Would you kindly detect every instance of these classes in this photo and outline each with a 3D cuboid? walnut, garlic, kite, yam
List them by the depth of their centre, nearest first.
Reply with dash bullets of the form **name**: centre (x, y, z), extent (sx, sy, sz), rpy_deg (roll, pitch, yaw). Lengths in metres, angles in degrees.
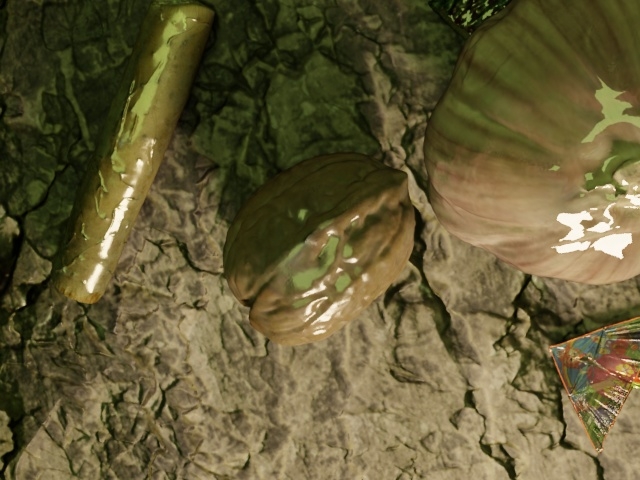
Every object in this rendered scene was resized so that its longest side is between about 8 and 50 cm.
- **garlic**: centre (0.249, -0.093, 0.726), extent (0.317, 0.259, 0.318), rpy_deg (-2, 111, -4)
- **walnut**: centre (0.001, 0.001, 0.842), extent (0.230, 0.178, 0.178), rpy_deg (-39, 92, 8)
- **kite**: centre (0.330, 0.148, 0.886), extent (0.159, 0.010, 0.190), rpy_deg (23, 104, 3)
- **yam**: centre (-0.217, -0.099, 0.904), extent (0.083, 0.083, 0.372), rpy_deg (25, 103, 5)

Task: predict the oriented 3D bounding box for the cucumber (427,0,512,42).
- **cucumber**: centre (0.253, -0.344, 0.777), extent (0.096, 0.096, 0.359), rpy_deg (40, 101, 1)
